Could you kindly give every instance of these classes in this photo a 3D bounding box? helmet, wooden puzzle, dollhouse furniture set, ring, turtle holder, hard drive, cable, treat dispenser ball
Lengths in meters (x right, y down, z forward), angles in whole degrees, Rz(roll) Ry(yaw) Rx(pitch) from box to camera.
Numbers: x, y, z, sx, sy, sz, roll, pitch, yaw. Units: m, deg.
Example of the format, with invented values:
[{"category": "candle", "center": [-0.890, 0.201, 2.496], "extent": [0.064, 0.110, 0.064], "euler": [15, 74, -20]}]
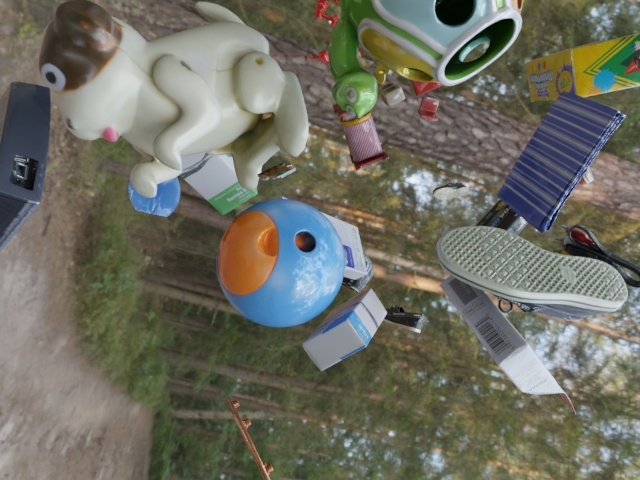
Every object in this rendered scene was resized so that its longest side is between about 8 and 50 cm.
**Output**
[{"category": "helmet", "center": [0.153, 0.132, 2.262], "extent": [0.161, 0.169, 0.169], "euler": [-61, -170, -8]}, {"category": "wooden puzzle", "center": [-0.078, -0.122, 0.923], "extent": [0.083, 0.049, 0.006], "euler": [-35, 126, -42]}, {"category": "dollhouse furniture set", "center": [0.244, -0.407, 1.689], "extent": [0.152, 0.374, 0.201], "euler": [-107, 174, -62]}, {"category": "ring", "center": [-0.201, 0.626, 1.572], "extent": [0.336, 0.032, 0.336], "euler": [54, -21, 31]}, {"category": "turtle holder", "center": [0.145, -0.345, 0.765], "extent": [0.227, 0.320, 0.243], "euler": [61, -3, 17]}, {"category": "hard drive", "center": [-0.408, -0.087, 0.651], "extent": [0.172, 0.054, 0.254], "euler": [-41, -134, 19]}, {"category": "cable", "center": [0.861, 0.034, 1.583], "extent": [0.072, 0.287, 0.139], "euler": [-33, 136, -40]}, {"category": "treat dispenser ball", "center": [-0.088, 0.050, 1.163], "extent": [0.288, 0.288, 0.288], "euler": [-164, -90, -78]}]

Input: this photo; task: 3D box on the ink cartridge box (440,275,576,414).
[{"category": "ink cartridge box", "center": [0.494, 0.286, 1.370], "extent": [0.091, 0.385, 0.308], "euler": [-37, -145, 8]}]

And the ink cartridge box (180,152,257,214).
[{"category": "ink cartridge box", "center": [-0.296, -0.240, 1.310], "extent": [0.122, 0.289, 0.211], "euler": [-28, -137, 16]}]

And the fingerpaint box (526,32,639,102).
[{"category": "fingerpaint box", "center": [0.953, -0.588, 1.741], "extent": [0.445, 0.371, 0.163], "euler": [-69, 148, -75]}]

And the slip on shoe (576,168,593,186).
[{"category": "slip on shoe", "center": [0.905, -0.320, 1.914], "extent": [0.101, 0.123, 0.331], "euler": [-29, -140, 31]}]

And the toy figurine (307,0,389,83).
[{"category": "toy figurine", "center": [0.120, -0.533, 1.072], "extent": [0.217, 0.191, 0.362], "euler": [-60, 170, -34]}]

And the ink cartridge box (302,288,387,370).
[{"category": "ink cartridge box", "center": [0.062, 0.205, 1.218], "extent": [0.140, 0.082, 0.191], "euler": [-35, 179, 27]}]

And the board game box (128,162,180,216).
[{"category": "board game box", "center": [-0.477, -0.141, 1.465], "extent": [0.033, 0.169, 0.133], "euler": [3, -96, 38]}]

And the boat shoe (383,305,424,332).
[{"category": "boat shoe", "center": [0.289, 0.286, 1.974], "extent": [0.233, 0.084, 0.079], "euler": [12, -95, 42]}]

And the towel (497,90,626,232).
[{"category": "towel", "center": [0.610, -0.208, 1.349], "extent": [0.336, 0.040, 0.243], "euler": [-63, -158, 20]}]

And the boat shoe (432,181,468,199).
[{"category": "boat shoe", "center": [0.438, -0.170, 1.762], "extent": [0.042, 0.133, 0.049], "euler": [-119, -152, -46]}]

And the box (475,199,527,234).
[{"category": "box", "center": [0.650, -0.064, 1.844], "extent": [0.220, 0.051, 0.175], "euler": [-47, -162, 0]}]

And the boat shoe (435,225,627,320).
[{"category": "boat shoe", "center": [0.505, 0.096, 1.282], "extent": [0.156, 0.500, 0.186], "euler": [122, -23, -55]}]

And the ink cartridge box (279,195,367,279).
[{"category": "ink cartridge box", "center": [0.000, 0.000, 1.573], "extent": [0.069, 0.371, 0.175], "euler": [-26, -120, 31]}]

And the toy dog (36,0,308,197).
[{"category": "toy dog", "center": [-0.268, -0.277, 0.910], "extent": [0.285, 0.408, 0.395], "euler": [-9, -95, 56]}]
